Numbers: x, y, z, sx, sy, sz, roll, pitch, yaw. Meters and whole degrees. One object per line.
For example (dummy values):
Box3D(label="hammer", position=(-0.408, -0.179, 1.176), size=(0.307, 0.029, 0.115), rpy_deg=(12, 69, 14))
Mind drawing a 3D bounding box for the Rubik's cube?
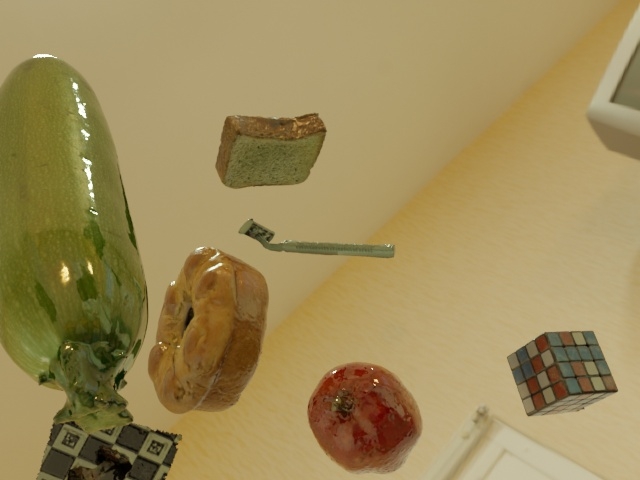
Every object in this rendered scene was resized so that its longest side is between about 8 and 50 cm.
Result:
Box3D(label="Rubik's cube", position=(0.336, 0.186, 0.901), size=(0.092, 0.092, 0.092), rpy_deg=(2, -33, -23))

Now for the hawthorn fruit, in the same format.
Box3D(label="hawthorn fruit", position=(0.073, 0.311, 1.147), size=(0.205, 0.205, 0.253), rpy_deg=(-53, -30, -13))

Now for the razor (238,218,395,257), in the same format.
Box3D(label="razor", position=(-0.001, 0.007, 0.876), size=(0.084, 0.211, 0.035), rpy_deg=(28, -107, -67))

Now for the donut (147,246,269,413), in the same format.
Box3D(label="donut", position=(-0.223, 0.175, 1.262), size=(0.150, 0.299, 0.317), rpy_deg=(17, -64, -33))

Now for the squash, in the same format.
Box3D(label="squash", position=(-0.199, -0.022, 0.488), size=(0.107, 0.395, 0.107), rpy_deg=(-15, -45, -16))

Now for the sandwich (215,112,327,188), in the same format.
Box3D(label="sandwich", position=(-0.111, -0.193, 1.384), size=(0.215, 0.065, 0.186), rpy_deg=(-5, -36, -26))

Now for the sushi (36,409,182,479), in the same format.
Box3D(label="sushi", position=(-0.340, 0.372, 1.002), size=(0.193, 0.040, 0.210), rpy_deg=(19, -90, -13))
